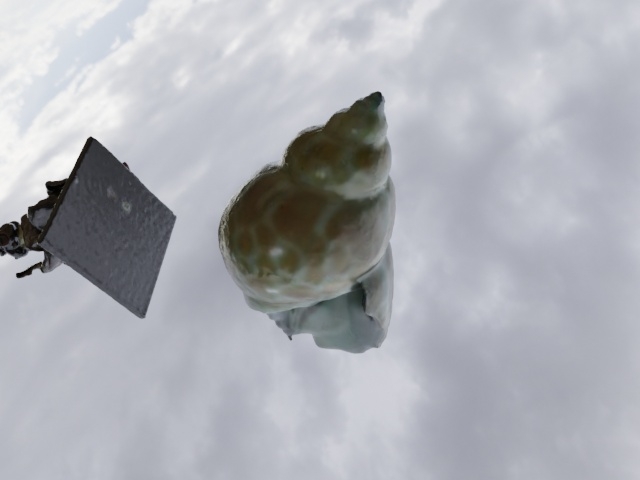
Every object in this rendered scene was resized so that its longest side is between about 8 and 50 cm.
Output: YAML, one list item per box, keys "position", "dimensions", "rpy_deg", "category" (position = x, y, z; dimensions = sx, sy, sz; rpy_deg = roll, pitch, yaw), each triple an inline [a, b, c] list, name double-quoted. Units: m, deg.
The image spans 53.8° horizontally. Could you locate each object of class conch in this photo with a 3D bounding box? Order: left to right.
- position: [-0.005, 0.003, 0.402]
  dimensions: [0.116, 0.173, 0.106]
  rpy_deg: [15, -124, 38]
  category: "conch"

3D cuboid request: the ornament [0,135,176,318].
- position: [-0.306, -0.001, 0.749]
  dimensions: [0.195, 0.153, 0.167]
  rpy_deg: [-13, -133, 26]
  category: "ornament"
